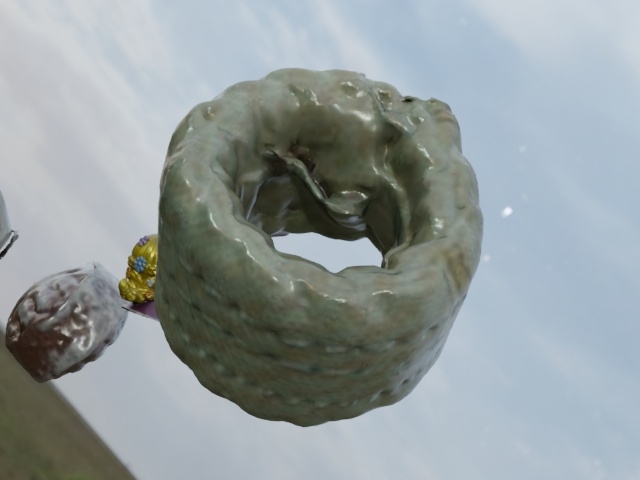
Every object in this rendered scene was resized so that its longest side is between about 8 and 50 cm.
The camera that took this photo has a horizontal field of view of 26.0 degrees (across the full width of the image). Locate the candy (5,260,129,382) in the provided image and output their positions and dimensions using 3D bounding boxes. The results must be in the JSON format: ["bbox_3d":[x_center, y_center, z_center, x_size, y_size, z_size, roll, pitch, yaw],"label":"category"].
[{"bbox_3d":[-0.424,0.131,2.314,0.157,0.214,0.289,49,-8,-11],"label":"candy"}]

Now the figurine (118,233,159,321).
[{"bbox_3d":[-0.242,0.033,2.013,0.094,0.156,0.115,21,-7,26],"label":"figurine"}]

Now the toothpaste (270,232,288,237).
[{"bbox_3d":[-0.094,-0.016,1.847,0.170,0.028,0.045,-5,34,-46],"label":"toothpaste"}]

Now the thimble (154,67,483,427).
[{"bbox_3d":[0.000,0.000,1.213,0.291,0.291,0.195,43,-36,24],"label":"thimble"}]

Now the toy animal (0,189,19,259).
[{"bbox_3d":[-0.572,-0.014,2.051,0.325,0.208,0.154,-22,-66,37],"label":"toy animal"}]
